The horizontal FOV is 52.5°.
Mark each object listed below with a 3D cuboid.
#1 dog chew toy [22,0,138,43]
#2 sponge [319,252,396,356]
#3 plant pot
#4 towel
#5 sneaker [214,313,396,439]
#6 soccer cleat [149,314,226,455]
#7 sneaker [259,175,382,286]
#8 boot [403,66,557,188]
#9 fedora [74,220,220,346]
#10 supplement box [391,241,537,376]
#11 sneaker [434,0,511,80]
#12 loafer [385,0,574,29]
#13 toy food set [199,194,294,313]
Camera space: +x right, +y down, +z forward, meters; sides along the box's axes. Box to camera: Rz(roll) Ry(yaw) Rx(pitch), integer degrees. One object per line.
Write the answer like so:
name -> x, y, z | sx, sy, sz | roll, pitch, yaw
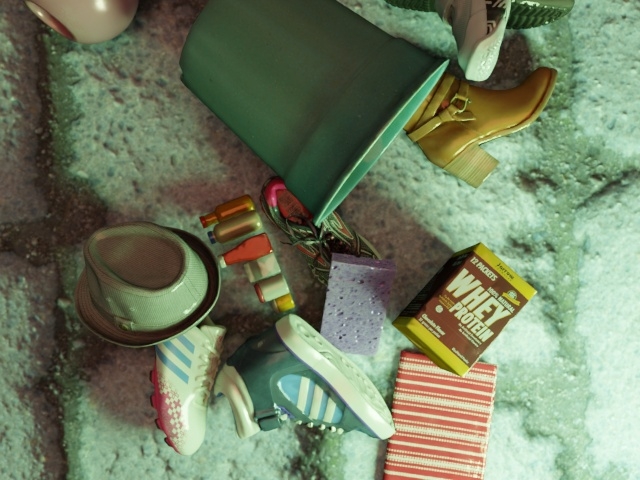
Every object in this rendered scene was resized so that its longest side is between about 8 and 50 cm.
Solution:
dog chew toy -> -0.372, -0.511, 1.137 | 0.207, 0.206, 0.331 | 34, 80, -4
sponge -> 0.064, 0.124, 1.205 | 0.117, 0.031, 0.210 | 7, 123, -2
plant pot -> -0.028, -0.257, 1.074 | 0.334, 0.341, 0.341 | 38, 88, 2
towel -> 0.233, 0.364, 1.272 | 0.199, 0.031, 0.274 | 8, 89, -2
sneaker -> -0.043, 0.308, 1.211 | 0.236, 0.130, 0.323 | -41, 108, 10
soccer cleat -> -0.235, 0.227, 1.186 | 0.143, 0.116, 0.331 | -10, 90, 11
sneaker -> 0.000, 0.000, 1.208 | 0.299, 0.112, 0.121 | 41, 88, -4
boot -> 0.291, -0.267, 1.237 | 0.220, 0.109, 0.283 | 39, 96, 0
fedora -> -0.313, 0.050, 1.117 | 0.276, 0.124, 0.243 | 25, 62, 20
supplement box -> 0.251, 0.124, 1.175 | 0.129, 0.191, 0.194 | 42, 84, 3
sneaker -> 0.197, -0.424, 1.073 | 0.210, 0.137, 0.365 | 4, 69, 7
loafer -> 0.296, -0.491, 1.206 | 0.366, 0.134, 0.130 | 10, 88, -3
toy food set -> -0.137, 0.036, 1.196 | 0.105, 0.111, 0.232 | -22, 90, -6
